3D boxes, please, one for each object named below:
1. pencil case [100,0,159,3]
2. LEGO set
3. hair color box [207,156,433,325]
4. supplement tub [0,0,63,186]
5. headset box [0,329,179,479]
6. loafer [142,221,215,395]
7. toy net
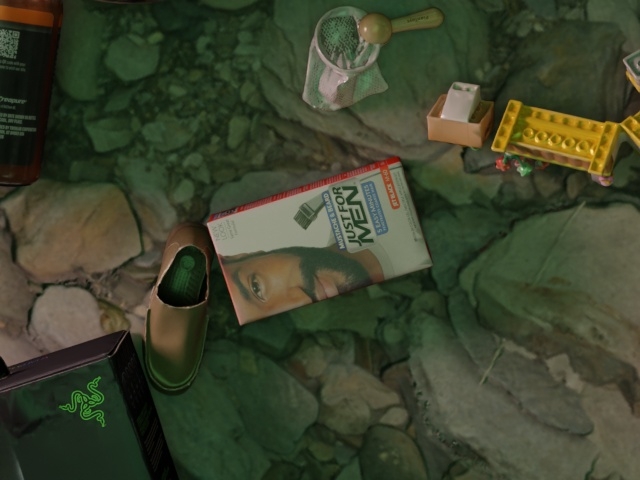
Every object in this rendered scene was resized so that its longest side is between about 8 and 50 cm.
[{"bbox_3d":[-0.128,-0.390,1.334,0.183,0.160,0.410,-4,97,-9],"label":"pencil case"},{"bbox_3d":[0.238,-0.088,1.417,0.287,0.107,0.132,-19,62,7],"label":"LEGO set"},{"bbox_3d":[0.000,0.000,1.433,0.167,0.053,0.093,-18,97,4],"label":"hair color box"},{"bbox_3d":[-0.264,-0.147,1.392,0.106,0.106,0.198,10,96,-1],"label":"supplement tub"},{"bbox_3d":[-0.238,0.230,1.424,0.246,0.131,0.283,-17,96,2],"label":"headset box"},{"bbox_3d":[-0.120,0.059,1.442,0.056,0.050,0.148,6,97,0],"label":"loafer"},{"bbox_3d":[0.055,-0.206,1.402,0.122,0.045,0.232,37,97,-16],"label":"toy net"}]
